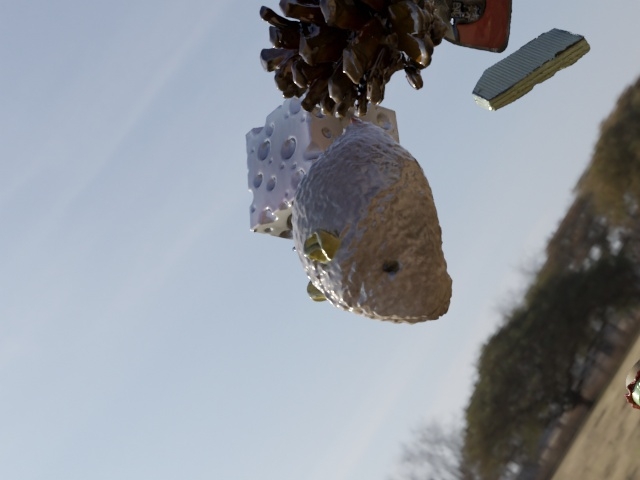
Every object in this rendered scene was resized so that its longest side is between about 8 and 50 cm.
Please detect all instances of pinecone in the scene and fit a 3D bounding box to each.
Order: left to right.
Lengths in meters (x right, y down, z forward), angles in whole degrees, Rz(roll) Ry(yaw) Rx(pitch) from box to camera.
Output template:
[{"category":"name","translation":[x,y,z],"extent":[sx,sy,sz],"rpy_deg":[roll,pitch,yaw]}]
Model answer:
[{"category":"pinecone","translation":[0.028,-0.209,1.021],"extent":[0.195,0.150,0.179],"rpy_deg":[-32,36,26]}]

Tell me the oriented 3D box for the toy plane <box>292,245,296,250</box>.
[{"category":"toy plane","translation":[-0.001,-0.003,1.913],"extent":[0.189,0.130,0.061],"rpy_deg":[19,-123,-74]}]

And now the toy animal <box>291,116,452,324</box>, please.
[{"category":"toy animal","translation":[0.066,-0.033,1.634],"extent":[0.226,0.358,0.188],"rpy_deg":[-12,-29,1]}]

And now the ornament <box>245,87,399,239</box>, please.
[{"category":"ornament","translation":[0.008,-0.146,2.192],"extent":[0.239,0.240,0.240],"rpy_deg":[14,-31,-33]}]

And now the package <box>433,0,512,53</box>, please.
[{"category":"package","translation":[0.183,-0.409,1.659],"extent":[0.269,0.071,0.194],"rpy_deg":[5,-85,-28]}]

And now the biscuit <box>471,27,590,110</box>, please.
[{"category":"biscuit","translation":[0.431,-0.357,2.209],"extent":[0.252,0.052,0.150],"rpy_deg":[-33,24,-6]}]

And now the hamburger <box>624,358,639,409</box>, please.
[{"category":"hamburger","translation":[0.641,0.276,1.876],"extent":[0.175,0.137,0.175],"rpy_deg":[-9,-51,-11]}]
